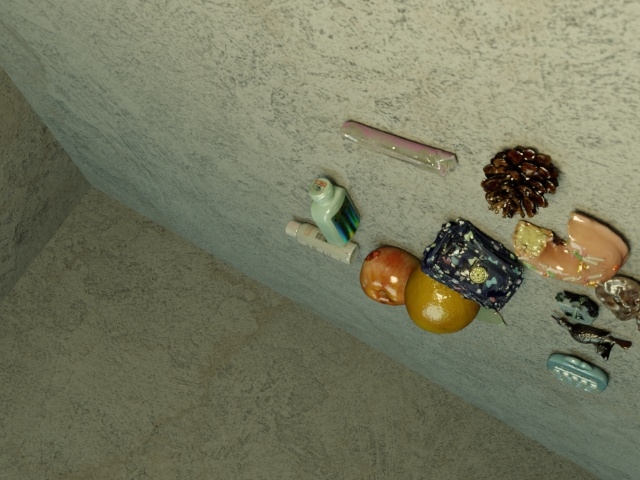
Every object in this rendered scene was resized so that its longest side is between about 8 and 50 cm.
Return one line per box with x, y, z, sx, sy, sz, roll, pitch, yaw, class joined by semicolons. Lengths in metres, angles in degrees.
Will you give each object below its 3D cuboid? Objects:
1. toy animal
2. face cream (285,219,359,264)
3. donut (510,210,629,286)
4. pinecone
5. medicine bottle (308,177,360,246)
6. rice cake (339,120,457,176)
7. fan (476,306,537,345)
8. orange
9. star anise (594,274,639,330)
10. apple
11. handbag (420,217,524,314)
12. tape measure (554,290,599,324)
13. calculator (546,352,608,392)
0.726;0.254;1.508;0.202;0.070;0.105;29;152;22;toy animal
0.000;0.000;1.920;0.269;0.082;0.082;24;161;20;face cream
0.523;0.027;1.157;0.199;0.085;0.233;33;164;-12;donut
0.359;-0.101;1.014;0.140;0.120;0.140;28;154;15;pinecone
0.035;-0.086;1.563;0.083;0.121;0.229;20;159;31;medicine bottle
0.160;-0.199;1.181;0.270;0.049;0.055;24;-177;22;rice cake
0.576;0.261;1.817;0.310;0.010;0.182;31;163;6;fan
0.347;0.156;1.568;0.236;0.236;0.236;27;162;10;orange
0.708;0.149;1.207;0.212;0.073;0.197;16;155;45;star anise
0.222;0.114;1.738;0.209;0.164;0.209;26;159;10;apple
0.381;0.064;1.370;0.260;0.162;0.113;34;176;-9;handbag
0.649;0.170;1.388;0.094;0.054;0.091;42;165;-25;tape measure
0.841;0.435;1.816;0.188;0.042;0.302;22;161;29;calculator
